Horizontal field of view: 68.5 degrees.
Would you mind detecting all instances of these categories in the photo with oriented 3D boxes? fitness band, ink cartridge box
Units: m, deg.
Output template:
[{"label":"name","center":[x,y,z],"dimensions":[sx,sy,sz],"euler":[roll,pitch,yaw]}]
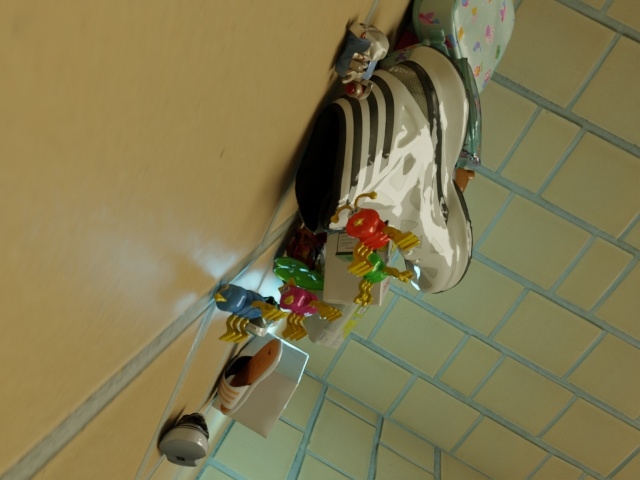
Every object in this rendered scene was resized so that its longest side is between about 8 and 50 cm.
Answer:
[{"label":"fitness band","center":[0.204,-0.426,1.068],"dimensions":[0.291,0.054,0.209],"euler":[-60,177,5]},{"label":"ink cartridge box","center":[0.087,-0.021,0.961],"dimensions":[0.201,0.117,0.278],"euler":[-16,110,-77]}]

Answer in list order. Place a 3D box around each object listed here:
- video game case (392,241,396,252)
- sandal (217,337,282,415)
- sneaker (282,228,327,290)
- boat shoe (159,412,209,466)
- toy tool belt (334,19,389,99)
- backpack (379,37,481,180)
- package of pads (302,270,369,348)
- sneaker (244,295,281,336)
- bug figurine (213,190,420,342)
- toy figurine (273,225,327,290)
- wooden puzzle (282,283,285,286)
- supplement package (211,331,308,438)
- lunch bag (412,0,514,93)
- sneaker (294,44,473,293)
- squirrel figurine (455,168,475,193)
[{"label":"video game case","center":[0.096,0.016,1.342],"dimensions":[0.248,0.035,0.275],"euler":[-57,-147,23]},{"label":"sandal","center":[-0.185,0.306,1.108],"dimensions":[0.265,0.076,0.102],"euler":[-50,-155,26]},{"label":"sneaker","center":[0.000,0.000,1.138],"dimensions":[0.300,0.111,0.121],"euler":[-64,172,11]},{"label":"boat shoe","center":[-0.231,0.346,0.834],"dimensions":[0.228,0.080,0.076],"euler":[109,-7,-54]},{"label":"toy tool belt","center":[0.038,-0.206,0.539],"dimensions":[0.051,0.052,0.083],"euler":[-10,134,-44]},{"label":"backpack","center":[0.202,-0.240,0.885],"dimensions":[0.253,0.191,0.225],"euler":[37,47,-54]},{"label":"package of pads","center":[0.022,0.116,1.266],"dimensions":[0.229,0.101,0.296],"euler":[-57,-149,19]},{"label":"sneaker","center":[-0.117,0.158,1.066],"dimensions":[0.166,0.065,0.076],"euler":[-53,168,-77]},{"label":"bug figurine","center":[0.000,0.051,0.631],"dimensions":[0.279,0.072,0.216],"euler":[-30,152,11]},{"label":"toy figurine","center":[-0.025,0.003,1.011],"dimensions":[0.173,0.130,0.159],"euler":[56,46,-59]},{"label":"wooden puzzle","center":[-0.106,0.133,1.457],"dimensions":[0.049,0.006,0.083],"euler":[-59,176,-31]},{"label":"supplement package","center":[-0.163,0.400,1.361],"dimensions":[0.175,0.177,0.293],"euler":[-61,176,2]},{"label":"lunch bag","center":[0.284,-0.435,0.935],"dimensions":[0.224,0.107,0.279],"euler":[-58,143,-9]},{"label":"sneaker","center":[0.090,-0.046,0.744],"dimensions":[0.257,0.169,0.448],"euler":[-28,132,-14]},{"label":"squirrel figurine","center":[0.314,-0.226,1.578],"dimensions":[0.370,0.281,0.397],"euler":[-15,-116,51]}]
